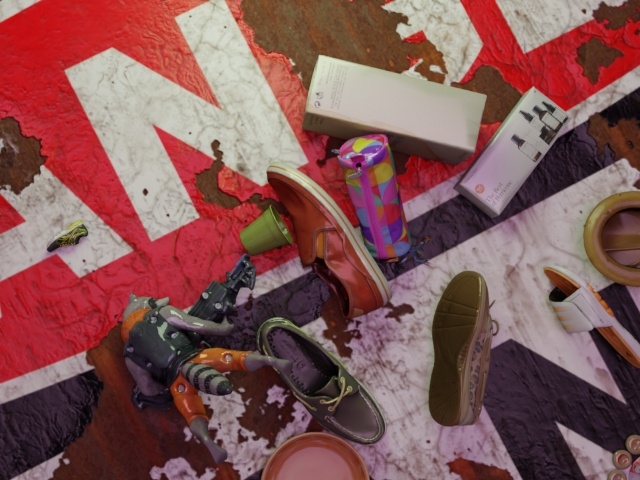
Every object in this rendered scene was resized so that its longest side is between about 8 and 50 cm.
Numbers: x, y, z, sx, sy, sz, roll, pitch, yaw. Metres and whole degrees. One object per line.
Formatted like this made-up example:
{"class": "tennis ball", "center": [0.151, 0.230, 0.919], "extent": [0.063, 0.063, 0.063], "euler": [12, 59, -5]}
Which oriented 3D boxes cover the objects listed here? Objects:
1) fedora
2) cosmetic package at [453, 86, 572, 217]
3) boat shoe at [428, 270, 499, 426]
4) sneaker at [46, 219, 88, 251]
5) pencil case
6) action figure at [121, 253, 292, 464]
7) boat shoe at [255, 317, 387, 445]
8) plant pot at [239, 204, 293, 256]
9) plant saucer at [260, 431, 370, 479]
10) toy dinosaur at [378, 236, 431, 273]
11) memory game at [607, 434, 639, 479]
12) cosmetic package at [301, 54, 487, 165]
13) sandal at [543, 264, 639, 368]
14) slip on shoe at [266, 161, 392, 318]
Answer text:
{"class": "fedora", "center": [0.587, -0.001, 1.719], "extent": [0.194, 0.079, 0.194], "euler": [0, 85, 2]}
{"class": "cosmetic package", "center": [0.364, -0.166, 1.728], "extent": [0.099, 0.060, 0.239], "euler": [37, 83, 1]}
{"class": "boat shoe", "center": [0.266, 0.199, 1.680], "extent": [0.089, 0.104, 0.285], "euler": [12, 89, -41]}
{"class": "sneaker", "center": [-0.463, -0.002, 1.670], "extent": [0.083, 0.031, 0.035], "euler": [-38, 89, -6]}
{"class": "pencil case", "center": [0.097, -0.075, 1.630], "extent": [0.104, 0.104, 0.236], "euler": [-23, 122, -6]}
{"class": "action figure", "center": [-0.212, 0.170, 1.574], "extent": [0.330, 0.178, 0.341], "euler": [28, 85, 31]}
{"class": "boat shoe", "center": [0.002, 0.260, 1.649], "extent": [0.305, 0.091, 0.109], "euler": [44, 84, 1]}
{"class": "plant pot", "center": [-0.104, -0.010, 1.678], "extent": [0.079, 0.083, 0.083], "euler": [-30, 88, 6]}
{"class": "plant saucer", "center": [-0.010, 0.448, 1.659], "extent": [0.200, 0.037, 0.200], "euler": [0, 85, -3]}
{"class": "toy dinosaur", "center": [0.167, 0.021, 1.709], "extent": [0.090, 0.047, 0.082], "euler": [25, 65, 9]}
{"class": "memory game", "center": [0.631, 0.449, 1.716], "extent": [0.186, 0.012, 0.186], "euler": [0, 85, -4]}
{"class": "cosmetic package", "center": [0.129, -0.234, 1.669], "extent": [0.309, 0.160, 0.113], "euler": [14, 85, -2]}
{"class": "sandal", "center": [0.498, 0.156, 1.688], "extent": [0.076, 0.102, 0.265], "euler": [-43, 91, -9]}
{"class": "slip on shoe", "center": [0.000, 0.000, 1.657], "extent": [0.101, 0.123, 0.331], "euler": [-36, 93, -16]}
